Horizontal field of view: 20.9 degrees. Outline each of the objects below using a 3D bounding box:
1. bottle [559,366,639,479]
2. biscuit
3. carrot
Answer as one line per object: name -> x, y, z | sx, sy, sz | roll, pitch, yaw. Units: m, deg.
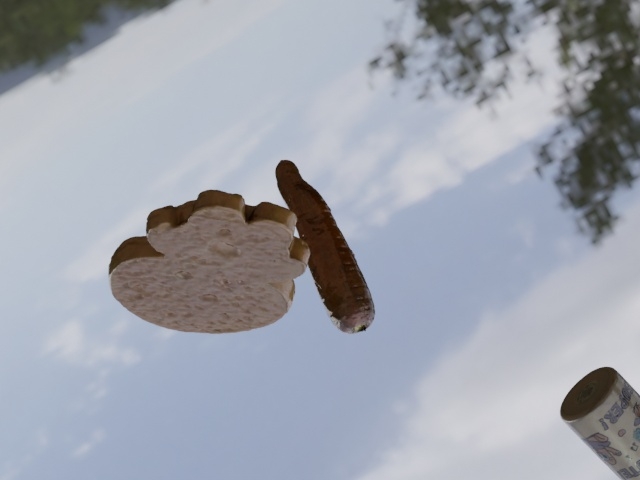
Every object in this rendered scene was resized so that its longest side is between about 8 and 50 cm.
bottle -> 0.419, 0.268, 2.280 | 0.097, 0.209, 0.110 | -49, -165, -14
biscuit -> -0.115, 0.024, 1.824 | 0.288, 0.202, 0.044 | 119, -20, -56
carrot -> 0.000, 0.000, 1.980 | 0.059, 0.248, 0.059 | -19, 153, -10
